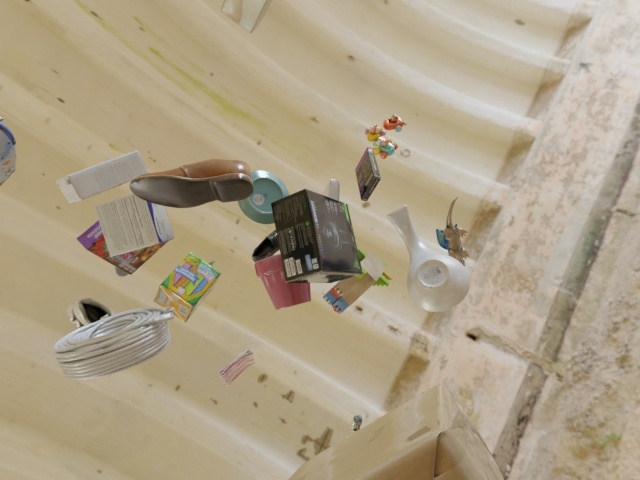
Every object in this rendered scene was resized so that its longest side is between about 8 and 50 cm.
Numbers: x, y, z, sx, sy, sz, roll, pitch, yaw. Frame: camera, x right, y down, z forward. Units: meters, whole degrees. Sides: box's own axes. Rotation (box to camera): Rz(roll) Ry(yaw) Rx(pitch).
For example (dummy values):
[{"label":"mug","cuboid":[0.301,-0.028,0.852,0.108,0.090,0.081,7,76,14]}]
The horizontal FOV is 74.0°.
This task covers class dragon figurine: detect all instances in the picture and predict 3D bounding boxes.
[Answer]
[{"label":"dragon figurine","cuboid":[0.464,-0.008,1.509,0.144,0.085,0.289,-74,-30,-81]}]

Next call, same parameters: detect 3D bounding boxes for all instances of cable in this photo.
[{"label":"cable","cuboid":[-0.501,0.244,1.039,0.257,0.257,0.089,-24,-75,-42]}]

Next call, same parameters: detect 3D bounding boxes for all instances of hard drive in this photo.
[{"label":"hard drive","cuboid":[0.017,-0.078,1.736,0.353,0.047,0.233,132,141,-74]}]

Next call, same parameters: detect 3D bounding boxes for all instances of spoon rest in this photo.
[{"label":"spoon rest","cuboid":[0.241,0.043,0.987,0.137,0.276,0.084,-28,-37,10]}]

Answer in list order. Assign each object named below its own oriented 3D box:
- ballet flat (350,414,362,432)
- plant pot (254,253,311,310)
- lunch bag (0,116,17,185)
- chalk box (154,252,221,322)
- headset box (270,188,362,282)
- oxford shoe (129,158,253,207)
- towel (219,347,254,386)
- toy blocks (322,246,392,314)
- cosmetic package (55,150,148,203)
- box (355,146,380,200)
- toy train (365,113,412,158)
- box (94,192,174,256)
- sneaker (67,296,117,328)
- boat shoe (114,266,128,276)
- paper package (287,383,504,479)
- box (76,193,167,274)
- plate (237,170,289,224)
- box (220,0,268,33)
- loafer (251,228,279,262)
[{"label":"ballet flat","cuboid":[0.125,0.658,1.505,0.041,0.041,0.114,-44,-37,-46]},{"label":"plant pot","cuboid":[-0.117,0.143,1.496,0.201,0.201,0.180,5,-111,-70]},{"label":"lunch bag","cuboid":[-0.925,-0.264,1.086,0.303,0.243,0.115,-30,30,51]},{"label":"chalk box","cuboid":[-0.595,0.193,1.966,0.180,0.179,0.289,-51,6,45]},{"label":"headset box","cuboid":[0.000,0.000,1.305,0.283,0.131,0.247,12,-117,-59]},{"label":"oxford shoe","cuboid":[-0.230,-0.109,0.767,0.076,0.212,0.076,98,165,-53]},{"label":"towel","cuboid":[-0.312,0.488,1.617,0.144,0.029,0.197,-38,-21,-23]},{"label":"toy blocks","cuboid":[0.129,0.189,1.756,0.261,0.191,0.381,-45,-6,16]},{"label":"cosmetic package","cuboid":[-0.670,-0.198,1.315,0.231,0.117,0.086,-39,-64,-39]},{"label":"box","cuboid":[0.167,-0.237,1.517,0.116,0.029,0.162,119,154,-47]},{"label":"toy train","cuboid":[0.190,-0.294,1.165,0.046,0.125,0.166,82,180,-51]},{"label":"box","cuboid":[-0.431,-0.042,0.990,0.072,0.137,0.126,-32,-72,-76]},{"label":"sneaker","cuboid":[-0.646,0.280,1.315,0.118,0.292,0.110,-28,24,49]},{"label":"boat shoe","cuboid":[-0.814,0.039,1.793,0.083,0.075,0.226,16,-94,-30]},{"label":"paper package","cuboid":[0.080,0.351,0.547,0.309,0.168,0.325,-34,-16,7]},{"label":"box","cuboid":[-0.625,-0.009,1.393,0.201,0.057,0.293,-46,-14,-13]},{"label":"plate","cuboid":[-0.184,-0.146,1.404,0.188,0.188,0.024,-54,14,-27]},{"label":"box","cuboid":[-0.179,-0.816,1.293,0.311,0.121,0.148,-38,26,51]},{"label":"loafer","cuboid":[-0.190,0.006,1.727,0.223,0.076,0.078,-45,-24,-10]}]
